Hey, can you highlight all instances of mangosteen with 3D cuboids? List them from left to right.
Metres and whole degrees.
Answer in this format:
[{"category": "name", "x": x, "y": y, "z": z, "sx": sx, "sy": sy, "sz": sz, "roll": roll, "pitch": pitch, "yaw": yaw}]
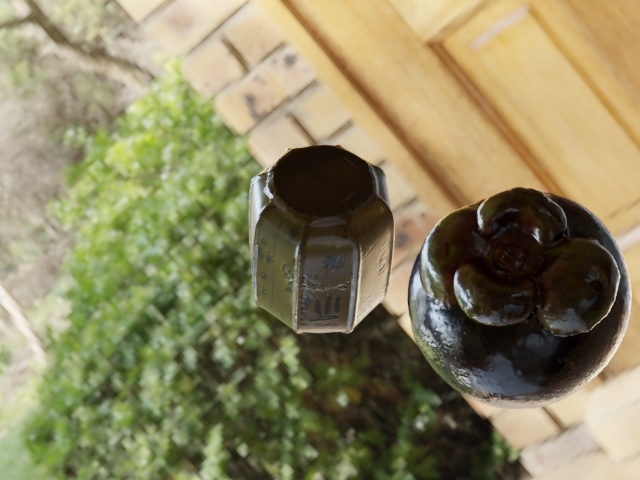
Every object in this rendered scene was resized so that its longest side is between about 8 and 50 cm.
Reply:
[{"category": "mangosteen", "x": 0.170, "y": 0.047, "z": 1.252, "sx": 0.210, "sy": 0.210, "sz": 0.210, "roll": -39, "pitch": 12, "yaw": 10}]

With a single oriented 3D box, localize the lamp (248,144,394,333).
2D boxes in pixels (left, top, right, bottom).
[{"category": "lamp", "x": 0.000, "y": 0.000, "z": 1.500, "sx": 0.161, "sy": 0.161, "sz": 0.185, "roll": -50, "pitch": -25, "yaw": -38}]
